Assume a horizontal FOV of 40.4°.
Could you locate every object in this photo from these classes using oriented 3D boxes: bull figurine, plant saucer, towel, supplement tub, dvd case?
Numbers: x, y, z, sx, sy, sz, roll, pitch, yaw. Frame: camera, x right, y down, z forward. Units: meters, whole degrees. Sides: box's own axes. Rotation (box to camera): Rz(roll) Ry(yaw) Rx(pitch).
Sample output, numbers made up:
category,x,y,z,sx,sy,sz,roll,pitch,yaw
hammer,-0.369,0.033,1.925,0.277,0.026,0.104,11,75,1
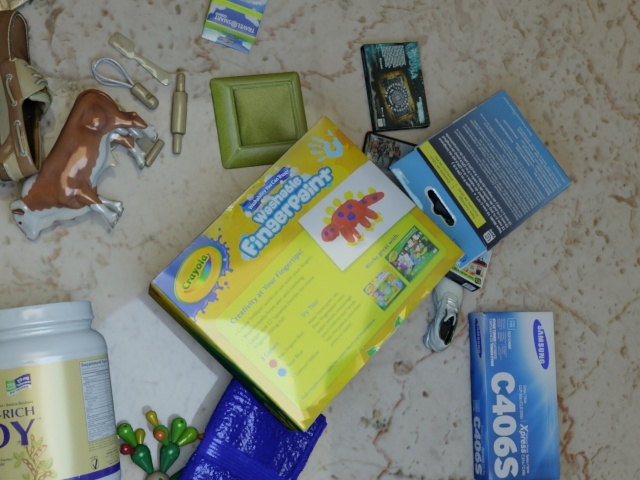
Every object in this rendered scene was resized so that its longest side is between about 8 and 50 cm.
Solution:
category,x,y,z,sx,sy,sz,roll,pitch,yaw
bull figurine,-0.439,-0.127,1.617,0.188,0.101,0.310,25,83,-11
plant saucer,-0.115,-0.248,1.753,0.188,0.045,0.188,-8,86,-16
towel,-0.123,0.408,1.609,0.228,0.076,0.308,40,62,-25
supplement tub,-0.479,0.280,1.495,0.241,0.241,0.331,-7,86,-16
dvd case,0.156,-0.086,1.819,0.180,0.022,0.253,14,81,-12

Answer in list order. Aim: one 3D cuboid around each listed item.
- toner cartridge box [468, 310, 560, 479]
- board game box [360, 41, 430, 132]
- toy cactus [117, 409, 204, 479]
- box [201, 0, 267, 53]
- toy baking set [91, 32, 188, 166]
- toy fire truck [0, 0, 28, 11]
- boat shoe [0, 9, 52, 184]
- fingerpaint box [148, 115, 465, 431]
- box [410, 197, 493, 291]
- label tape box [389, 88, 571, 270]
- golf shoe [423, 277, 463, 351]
category,x,y,z,sx,sy,sz,roll,pitch,yaw
toner cartridge box,0.402,0.322,1.812,0.165,0.075,0.348,0,84,-16
board game box,0.159,-0.326,1.844,0.126,0.026,0.186,-6,85,-16
toy cactus,-0.282,0.419,1.614,0.219,0.112,0.180,22,88,-20
box,-0.166,-0.483,1.767,0.109,0.042,0.178,17,79,-12
toy baking set,-0.354,-0.275,1.699,0.197,0.030,0.256,8,82,-14
toy fire truck,-0.617,-0.471,1.642,0.135,0.047,0.192,38,77,-9
boat shoe,-0.544,-0.257,1.578,0.120,0.122,0.324,-3,79,6
fingerpaint box,-0.027,0.061,1.597,0.371,0.163,0.445,44,73,-1
box,0.252,0.008,1.791,0.207,0.036,0.114,28,63,-13
label tape box,0.310,-0.117,1.778,0.348,0.115,0.249,-35,89,-25
golf shoe,0.267,0.143,1.791,0.069,0.086,0.176,14,79,-11
